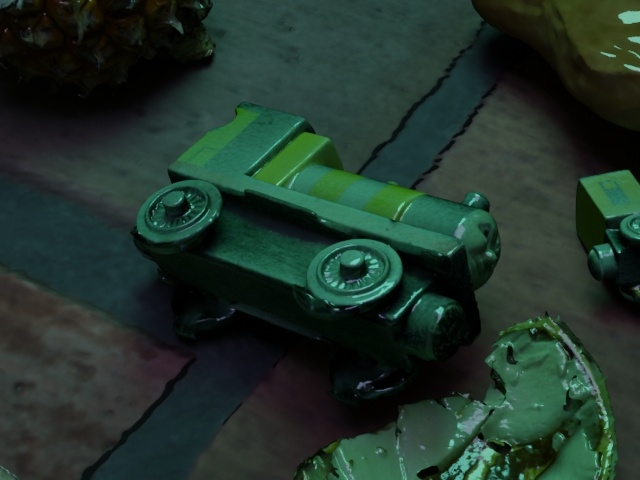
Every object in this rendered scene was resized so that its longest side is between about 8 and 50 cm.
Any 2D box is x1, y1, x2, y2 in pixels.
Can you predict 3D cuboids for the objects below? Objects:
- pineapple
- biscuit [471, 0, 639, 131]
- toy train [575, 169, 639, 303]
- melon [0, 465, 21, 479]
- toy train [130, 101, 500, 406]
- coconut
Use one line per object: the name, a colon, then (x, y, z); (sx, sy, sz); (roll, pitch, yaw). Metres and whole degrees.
pineapple: (-0.120, -0.154, 0.909); (0.161, 0.137, 0.176); (-28, 35, 42)
biscuit: (0.293, -0.164, 0.881); (0.385, 0.062, 0.365); (24, 46, 27)
toy train: (0.194, -0.007, 0.777); (0.122, 0.050, 0.081); (-10, 34, -8)
melon: (-0.115, 0.174, 0.627); (0.182, 0.054, 0.098); (26, 58, 25)
toy train: (0.000, 0.001, 0.748); (0.200, 0.083, 0.132); (20, 51, 33)
coconut: (0.068, 0.107, 0.669); (0.158, 0.055, 0.133); (-19, 46, -14)
